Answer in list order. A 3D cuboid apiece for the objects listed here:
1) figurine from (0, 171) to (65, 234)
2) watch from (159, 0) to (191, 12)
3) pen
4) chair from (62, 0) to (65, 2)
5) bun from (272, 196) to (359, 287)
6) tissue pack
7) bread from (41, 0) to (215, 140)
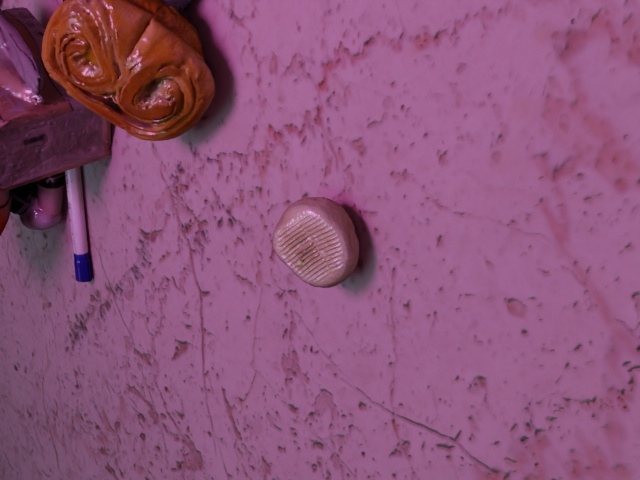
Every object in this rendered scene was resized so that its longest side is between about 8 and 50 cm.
[{"bbox_3d":[-0.662,-0.072,1.543,0.320,0.323,0.196,-11,95,51],"label":"figurine"},{"bbox_3d":[-0.217,-0.420,1.100,0.206,0.068,0.193,-31,81,52],"label":"watch"},{"bbox_3d":[-0.465,-0.046,1.554,0.033,0.033,0.269,22,120,43],"label":"pen"},{"bbox_3d":[-0.330,-0.350,1.225,0.106,0.113,0.229,33,116,37],"label":"chair"},{"bbox_3d":[0.000,0.000,1.001,0.115,0.069,0.115,11,114,24],"label":"bun"},{"bbox_3d":[-0.520,-0.277,1.369,0.305,0.239,0.238,47,135,28],"label":"tissue pack"},{"bbox_3d":[-0.262,-0.242,1.119,0.236,0.120,0.198,33,141,-17],"label":"bread"}]
